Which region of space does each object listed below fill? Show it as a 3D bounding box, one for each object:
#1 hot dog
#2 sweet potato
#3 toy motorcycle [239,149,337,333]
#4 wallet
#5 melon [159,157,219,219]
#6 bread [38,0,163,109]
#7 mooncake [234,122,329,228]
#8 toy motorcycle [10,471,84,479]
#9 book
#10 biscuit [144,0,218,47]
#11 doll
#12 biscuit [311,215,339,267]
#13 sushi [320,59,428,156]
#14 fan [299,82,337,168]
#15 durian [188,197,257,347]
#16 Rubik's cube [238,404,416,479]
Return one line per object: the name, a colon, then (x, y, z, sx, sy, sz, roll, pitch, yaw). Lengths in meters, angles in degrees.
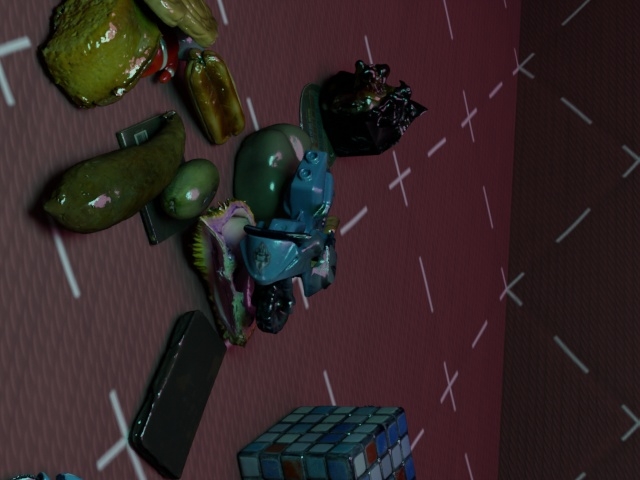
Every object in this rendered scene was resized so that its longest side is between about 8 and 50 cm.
hot dog: (-0.221, -0.298, 2.005, 0.100, 0.068, 0.249, -36, 146, -15)
sweet potato: (-0.344, -0.120, 1.743, 0.422, 0.130, 0.130, -47, 125, -53)
toy motorcycle: (-0.054, -0.017, 1.986, 0.232, 0.172, 0.416, 77, 30, -52)
wallet: (-0.270, 0.294, 1.890, 0.165, 0.042, 0.309, 58, 40, -42)
melon: (-0.251, -0.102, 1.886, 0.162, 0.099, 0.099, -55, 132, -51)
bread: (-0.370, -0.368, 1.721, 0.160, 0.147, 0.260, 55, 40, -46)
mooncake: (-0.082, -0.137, 2.216, 0.275, 0.135, 0.275, 17, 70, -55)
toy motorcycle: (-0.407, 0.490, 1.548, 0.182, 0.123, 0.272, -13, 95, -39)
book: (-0.314, -0.124, 1.903, 0.160, 0.024, 0.228, -39, 119, -56)
biscuit: (-0.283, -0.486, 1.836, 0.269, 0.051, 0.376, 51, 13, -13)
doll: (-0.297, -0.398, 1.931, 0.245, 0.076, 0.142, -41, 123, -51)
biscuit: (0.000, 0.000, 2.402, 0.118, 0.061, 0.183, 116, -2, -49)
sushi: (0.108, -0.357, 2.534, 0.227, 0.215, 0.212, -43, 118, -33)
fan: (0.013, -0.316, 2.541, 0.294, 0.012, 0.223, -52, 127, -52)
durian: (-0.194, 0.052, 2.013, 0.191, 0.112, 0.341, -69, 151, -54)
Rubik's cube: (0.029, 0.544, 2.133, 0.293, 0.292, 0.287, -26, 108, -61)
